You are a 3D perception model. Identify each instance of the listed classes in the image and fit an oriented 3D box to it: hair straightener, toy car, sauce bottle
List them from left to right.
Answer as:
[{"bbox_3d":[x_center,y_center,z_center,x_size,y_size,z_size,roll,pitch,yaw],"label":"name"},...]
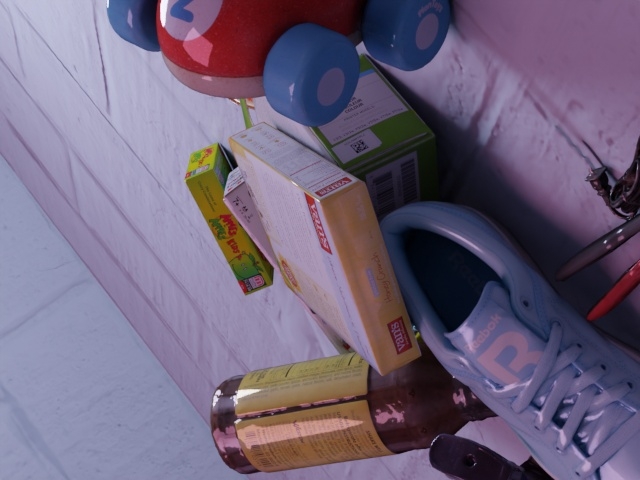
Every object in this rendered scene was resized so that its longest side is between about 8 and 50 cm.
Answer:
[{"bbox_3d":[-0.037,-0.247,0.946,0.219,0.210,0.238,28,136,34],"label":"toy car"},{"bbox_3d":[0.059,0.162,1.243,0.344,0.111,0.111,-11,119,27],"label":"sauce bottle"},{"bbox_3d":[0.219,-0.017,0.908,0.089,0.047,0.230,51,161,13],"label":"hair straightener"}]

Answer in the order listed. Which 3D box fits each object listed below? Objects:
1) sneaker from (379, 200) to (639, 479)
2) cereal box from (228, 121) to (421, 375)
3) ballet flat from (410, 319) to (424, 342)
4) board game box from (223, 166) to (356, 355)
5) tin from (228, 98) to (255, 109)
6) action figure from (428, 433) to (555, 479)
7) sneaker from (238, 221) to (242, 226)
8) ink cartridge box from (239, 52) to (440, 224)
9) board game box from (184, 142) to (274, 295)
[{"bbox_3d":[0.168,0.105,1.020,0.366,0.135,0.150,44,-161,29],"label":"sneaker"},{"bbox_3d":[0.000,0.000,1.119,0.240,0.047,0.173,38,151,61],"label":"cereal box"},{"bbox_3d":[0.132,0.078,1.250,0.077,0.077,0.231,35,156,9],"label":"ballet flat"},{"bbox_3d":[0.004,0.046,1.385,0.305,0.053,0.193,53,-176,-10],"label":"board game box"},{"bbox_3d":[-0.078,-0.192,1.355,0.189,0.040,0.106,25,141,56],"label":"tin"},{"bbox_3d":[0.184,0.249,1.159,0.099,0.185,0.285,13,176,28],"label":"action figure"},{"bbox_3d":[-0.078,-0.049,1.535,0.162,0.073,0.063,25,145,61],"label":"sneaker"},{"bbox_3d":[0.009,-0.099,1.215,0.255,0.097,0.189,55,165,36],"label":"ink cartridge box"},{"bbox_3d":[-0.117,-0.028,1.649,0.092,0.043,0.181,-91,-23,-64],"label":"board game box"}]
